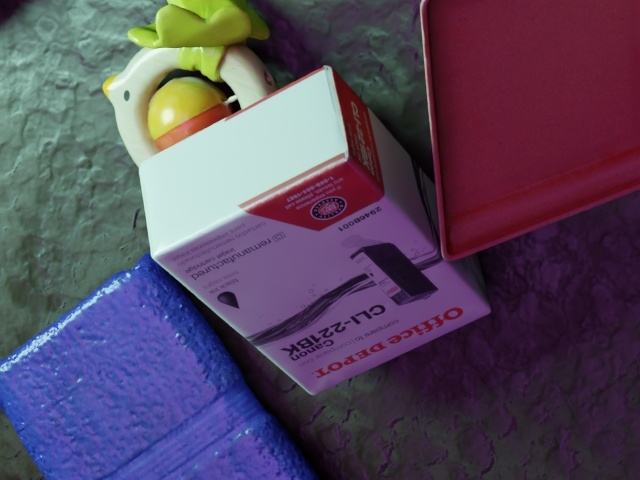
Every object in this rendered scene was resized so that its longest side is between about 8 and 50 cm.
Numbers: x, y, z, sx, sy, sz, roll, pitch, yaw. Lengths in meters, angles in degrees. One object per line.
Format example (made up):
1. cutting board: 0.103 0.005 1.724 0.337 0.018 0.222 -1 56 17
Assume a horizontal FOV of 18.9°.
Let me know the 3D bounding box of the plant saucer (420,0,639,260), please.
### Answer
1. plant saucer: 0.196 -0.137 1.632 0.259 0.048 0.258 -20 126 -19

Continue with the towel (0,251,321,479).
1. towel: -0.158 0.194 1.878 0.228 0.076 0.308 -36 90 11

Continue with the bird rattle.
1. bird rattle: -0.089 -0.121 1.790 0.207 0.143 0.253 -26 107 29

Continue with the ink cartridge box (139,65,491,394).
1. ink cartridge box: 0.000 0.000 1.689 0.197 0.273 0.114 -26 49 18
